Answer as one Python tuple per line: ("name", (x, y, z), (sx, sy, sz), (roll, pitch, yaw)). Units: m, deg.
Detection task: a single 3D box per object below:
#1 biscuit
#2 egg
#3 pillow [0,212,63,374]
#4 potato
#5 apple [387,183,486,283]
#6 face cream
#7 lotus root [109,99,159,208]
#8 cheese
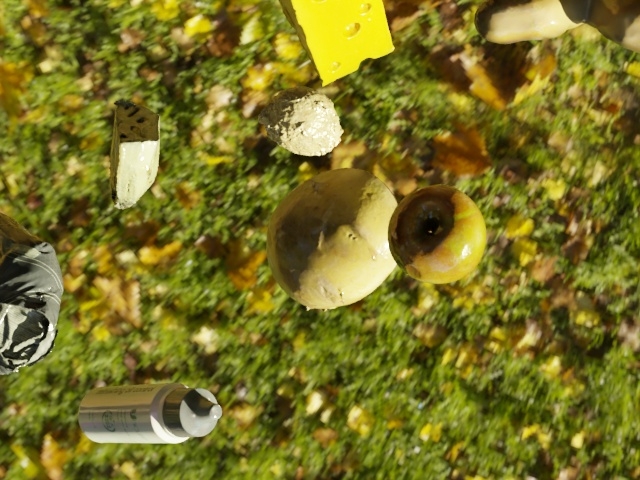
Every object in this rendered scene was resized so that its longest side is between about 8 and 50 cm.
("biscuit", (0.217, -0.198, 0.910), (0.164, 0.208, 0.047), (10, 122, 14))
("egg", (-0.030, -0.199, 1.958), (0.140, 0.116, 0.118), (32, 107, -26))
("pillow", (-0.395, 0.047, 1.373), (0.335, 0.093, 0.161), (25, 95, 48))
("potato", (0.000, 0.000, 2.040), (0.299, 0.116, 0.239), (-32, 76, 34))
("apple", (0.105, -0.006, 1.041), (0.090, 0.074, 0.089), (-1, 88, 26))
("face cream", (-0.248, 0.261, 1.751), (0.311, 0.092, 0.092), (-9, 109, 47))
("lotus root", (-0.269, -0.119, 1.705), (0.070, 0.143, 0.144), (2, 129, -15))
("cheese", (0.013, -0.241, 1.202), (0.093, 0.126, 0.171), (-29, 131, -3))
